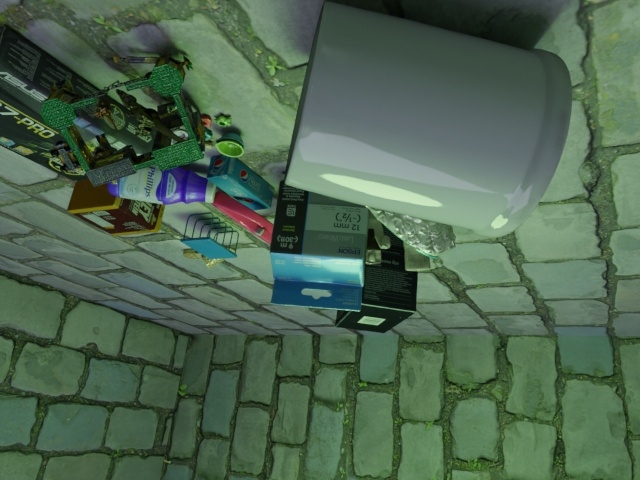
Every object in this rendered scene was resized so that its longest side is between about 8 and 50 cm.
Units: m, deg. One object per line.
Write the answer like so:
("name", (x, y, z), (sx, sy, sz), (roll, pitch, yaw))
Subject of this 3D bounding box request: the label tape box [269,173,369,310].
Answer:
("label tape box", (0.000, 0.000, 1.390), (0.249, 0.348, 0.115), (4, 158, 7))

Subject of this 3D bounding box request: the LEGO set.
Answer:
("LEGO set", (-0.392, -0.265, 1.097), (0.331, 0.192, 0.255), (-23, 125, 5))

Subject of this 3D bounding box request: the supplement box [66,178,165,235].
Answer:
("supplement box", (-0.616, -0.114, 1.585), (0.191, 0.129, 0.194), (-4, 156, 24))

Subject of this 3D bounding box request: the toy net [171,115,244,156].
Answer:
("toy net", (-0.303, -0.248, 1.269), (0.232, 0.045, 0.122), (-2, 157, 20))

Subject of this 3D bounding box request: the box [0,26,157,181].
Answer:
("box", (-0.638, -0.286, 1.208), (0.318, 0.097, 0.395), (-11, 154, 29))

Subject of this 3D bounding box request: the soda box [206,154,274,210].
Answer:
("soda box", (-0.218, -0.158, 1.441), (0.071, 0.067, 0.210), (-6, 155, 30))

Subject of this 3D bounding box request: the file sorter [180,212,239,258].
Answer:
("file sorter", (-0.377, -0.013, 1.801), (0.118, 0.105, 0.170), (-3, 156, 25))

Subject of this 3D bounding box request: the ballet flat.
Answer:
("ballet flat", (0.154, -0.121, 1.153), (0.409, 0.147, 0.147), (39, 157, 4))

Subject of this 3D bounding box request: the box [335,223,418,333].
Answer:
("box", (0.177, 0.104, 1.649), (0.178, 0.313, 0.343), (9, 159, -7))

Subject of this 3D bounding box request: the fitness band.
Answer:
("fitness band", (-0.220, -0.060, 1.576), (0.209, 0.054, 0.291), (29, 173, 21))

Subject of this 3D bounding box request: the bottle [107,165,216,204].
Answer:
("bottle", (-0.434, -0.159, 1.434), (0.282, 0.118, 0.092), (10, -169, -6))

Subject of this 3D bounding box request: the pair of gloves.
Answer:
("pair of gloves", (0.207, -0.023, 1.471), (0.239, 0.204, 0.042), (7, 171, 0))

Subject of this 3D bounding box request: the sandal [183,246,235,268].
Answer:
("sandal", (-0.452, 0.078, 2.087), (0.239, 0.079, 0.088), (-2, 157, 22))

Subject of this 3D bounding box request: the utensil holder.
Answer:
("utensil holder", (0.156, -0.204, 0.885), (0.385, 0.328, 0.328), (13, 158, -7))
